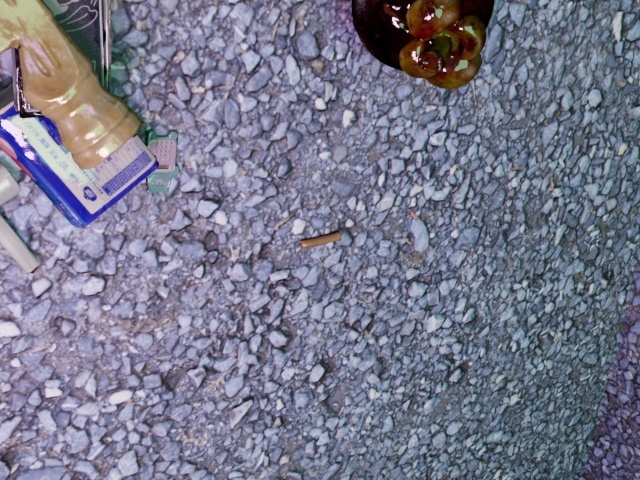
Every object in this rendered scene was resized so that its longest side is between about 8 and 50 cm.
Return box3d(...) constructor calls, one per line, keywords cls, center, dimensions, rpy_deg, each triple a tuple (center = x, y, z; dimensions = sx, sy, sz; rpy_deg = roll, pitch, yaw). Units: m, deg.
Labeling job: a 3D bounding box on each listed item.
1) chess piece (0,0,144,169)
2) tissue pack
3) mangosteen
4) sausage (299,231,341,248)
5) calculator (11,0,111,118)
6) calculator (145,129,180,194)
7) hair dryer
box3d(cls="chess piece", center=(-0.423, -0.267, 1.172), dimensions=(0.137, 0.137, 0.301), rpy_deg=(-39, 119, -11))
box3d(cls="tissue pack", center=(-0.464, -0.186, 1.364), dimensions=(0.209, 0.137, 0.270), rpy_deg=(-43, 126, -11))
box3d(cls="mangosteen", center=(0.223, -0.473, 1.542), dimensions=(0.306, 0.347, 0.307), rpy_deg=(-13, 148, -8))
box3d(cls="sausage", center=(0.000, 0.000, 1.843), dimensions=(0.116, 0.026, 0.026), rpy_deg=(-13, 120, -28))
box3d(cls="calculator", center=(-0.427, -0.338, 1.218), dimensions=(0.165, 0.028, 0.274), rpy_deg=(-10, 118, -34))
box3d(cls="calculator", center=(-0.336, -0.161, 1.535), dimensions=(0.094, 0.019, 0.141), rpy_deg=(-5, 116, -35))
box3d(cls="hair dryer", center=(-0.597, -0.025, 1.399), dimensions=(0.131, 0.073, 0.236), rpy_deg=(-35, 131, -16))
